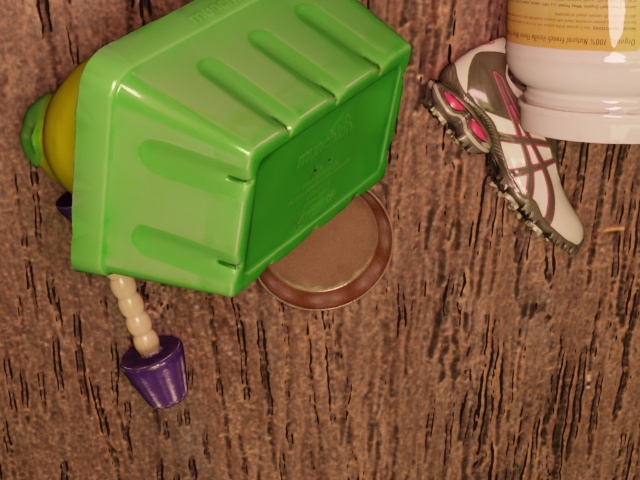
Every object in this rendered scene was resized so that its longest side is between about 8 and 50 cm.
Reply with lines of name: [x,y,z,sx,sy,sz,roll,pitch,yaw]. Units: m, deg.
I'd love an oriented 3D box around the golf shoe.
golf shoe: [0.234,-0.100,1.608,0.120,0.105,0.273,-40,112,1]

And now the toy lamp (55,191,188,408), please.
toy lamp: [-0.220,0.067,1.626,0.080,0.080,0.275,-21,112,1]

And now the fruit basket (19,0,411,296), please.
fruit basket: [-0.146,-0.130,1.440,0.392,0.392,0.283,4,126,-9]

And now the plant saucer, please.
plant saucer: [0.000,0.000,1.654,0.168,0.029,0.168,-3,113,-6]

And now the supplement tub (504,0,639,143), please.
supplement tub: [0.305,-0.269,1.462,0.228,0.228,0.316,-2,104,-7]
